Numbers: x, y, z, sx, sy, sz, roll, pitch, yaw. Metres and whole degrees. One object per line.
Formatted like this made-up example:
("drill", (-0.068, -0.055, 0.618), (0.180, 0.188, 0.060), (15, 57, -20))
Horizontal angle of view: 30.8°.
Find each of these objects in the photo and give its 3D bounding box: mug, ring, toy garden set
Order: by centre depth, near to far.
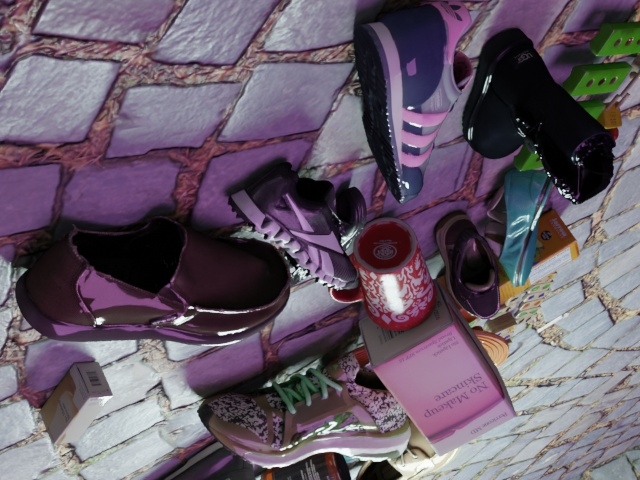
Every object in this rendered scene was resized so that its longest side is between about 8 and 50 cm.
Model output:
("toy garden set", (0.384, -0.212, 1.610), (0.204, 0.049, 0.244), (-12, 143, -41))
("mug", (0.091, 0.056, 1.696), (0.150, 0.113, 0.169), (-30, 150, -6))
("ring", (0.162, 0.214, 2.032), (0.336, 0.032, 0.336), (-7, 155, -3))

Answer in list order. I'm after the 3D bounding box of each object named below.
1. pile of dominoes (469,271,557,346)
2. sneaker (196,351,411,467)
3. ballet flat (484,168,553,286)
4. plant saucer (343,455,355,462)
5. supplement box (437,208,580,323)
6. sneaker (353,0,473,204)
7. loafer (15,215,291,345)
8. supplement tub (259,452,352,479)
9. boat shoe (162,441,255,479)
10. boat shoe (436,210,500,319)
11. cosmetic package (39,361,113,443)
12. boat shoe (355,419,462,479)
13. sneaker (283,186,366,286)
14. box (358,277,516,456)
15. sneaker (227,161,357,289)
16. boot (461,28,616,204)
("pile of dominoes", (0.359, 0.135, 2.183), (0.196, 0.040, 0.251), (-21, 152, -19))
("sneaker", (-0.008, 0.251, 1.899), (0.410, 0.158, 0.182), (3, 118, -34))
("ballet flat", (0.299, -0.026, 1.802), (0.247, 0.087, 0.083), (91, 24, -51))
("plant saucer", (0.074, 0.419, 2.389), (0.119, 0.021, 0.119), (-25, 153, -14))
("supplement box", (0.313, 0.045, 1.940), (0.233, 0.078, 0.080), (-31, 152, -2))
("sneaker", (0.122, -0.154, 1.365), (0.131, 0.112, 0.319), (-24, 154, -8))
("loafer", (-0.169, 0.044, 1.376), (0.366, 0.134, 0.130), (-5, 143, -42))
("supplement tub", (-0.044, 0.476, 2.255), (0.198, 0.106, 0.106), (-21, 155, 10))
("boat shoe", (-0.259, 0.476, 2.061), (0.335, 0.095, 0.112), (-38, 153, 13))
("boat shoe", (0.238, 0.054, 1.807), (0.080, 0.073, 0.223), (-28, 130, -5))
("cosmetic package", (-0.336, 0.223, 1.593), (0.041, 0.060, 0.115), (1, 137, -45))
("boat shoe", (0.188, 0.447, 2.445), (0.110, 0.121, 0.341), (-10, 147, -38))
("sneaker", (-0.001, -0.002, 1.563), (0.089, 0.051, 0.170), (-19, 154, -29))
("box", (0.185, 0.202, 1.833), (0.148, 0.127, 0.232), (-30, 122, 10))
("sneaker", (-0.007, -0.019, 1.462), (0.106, 0.078, 0.234), (-44, 132, 7))
("boot", (0.274, -0.121, 1.472), (0.094, 0.207, 0.246), (-25, 153, -12))
